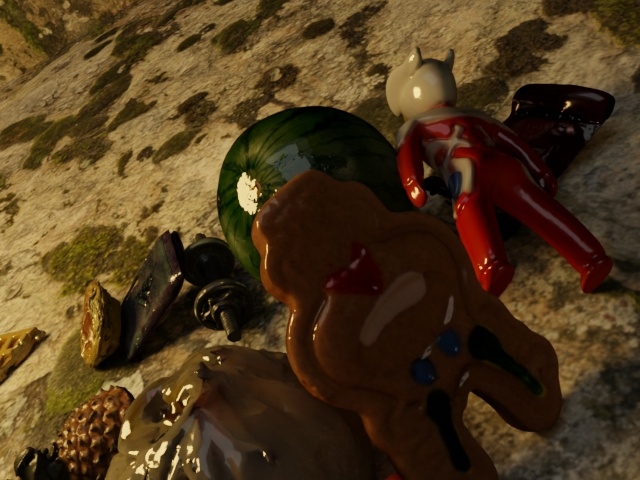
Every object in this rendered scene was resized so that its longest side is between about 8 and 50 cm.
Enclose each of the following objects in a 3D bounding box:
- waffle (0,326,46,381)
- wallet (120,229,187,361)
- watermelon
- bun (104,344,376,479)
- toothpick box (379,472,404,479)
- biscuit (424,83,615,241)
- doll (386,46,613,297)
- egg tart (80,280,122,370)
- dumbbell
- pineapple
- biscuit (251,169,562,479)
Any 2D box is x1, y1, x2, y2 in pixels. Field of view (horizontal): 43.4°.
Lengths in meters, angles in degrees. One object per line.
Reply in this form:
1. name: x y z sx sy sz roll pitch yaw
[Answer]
1. waffle: -0.505 0.221 1.229 0.125 0.032 0.191 -13 41 22
2. wallet: -0.235 0.078 1.129 0.166 0.030 0.111 -56 36 23
3. watermelon: -0.005 -0.045 0.977 0.242 0.242 0.242 -21 36 16
4. bun: -0.086 0.213 0.757 0.281 0.205 0.281 -19 38 16
5. toothpick box: -0.068 0.313 0.555 0.333 0.204 0.204 -17 34 -7
6. biscuit: 0.246 -0.106 1.015 0.235 0.063 0.151 -45 36 -15
7. doll: 0.171 -0.091 0.921 0.188 0.099 0.384 -1 47 -22
8. egg tart: -0.314 0.124 1.150 0.052 0.130 0.130 4 26 -24
9. dumbbell: -0.145 0.058 1.101 0.081 0.081 0.254 -32 34 0
10. pineapple: -0.316 0.278 0.908 0.277 0.119 0.130 -33 9 -11
11. biscuit: 0.073 0.079 0.726 0.202 0.334 0.047 -41 -1 -19
